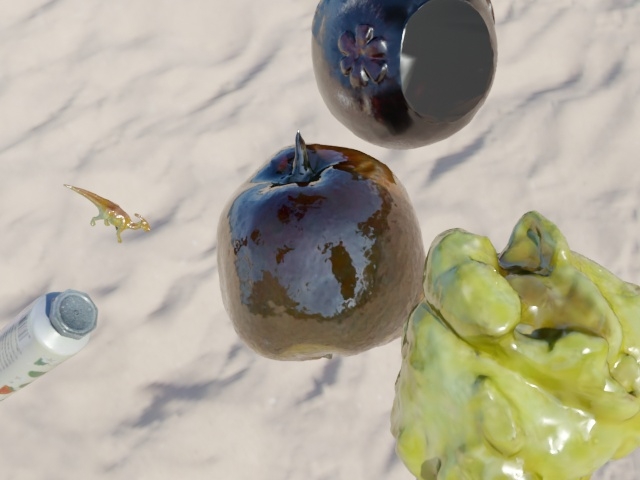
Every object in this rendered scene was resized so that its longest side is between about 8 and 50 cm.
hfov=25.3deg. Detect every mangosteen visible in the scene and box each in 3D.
[{"bbox_3d":[0.134,-0.258,1.952,0.287,0.288,0.233,-39,23,-17],"label":"mangosteen"}]

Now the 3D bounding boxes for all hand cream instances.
[{"bbox_3d":[-0.288,0.110,1.343,0.276,0.059,0.095,-31,36,49],"label":"hand cream"}]

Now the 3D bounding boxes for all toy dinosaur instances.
[{"bbox_3d":[-0.253,-0.031,1.670,0.113,0.041,0.026,26,33,-3],"label":"toy dinosaur"}]

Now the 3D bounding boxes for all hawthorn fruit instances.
[{"bbox_3d":[0.000,0.000,1.800,0.267,0.301,0.268,-5,18,2],"label":"hawthorn fruit"}]

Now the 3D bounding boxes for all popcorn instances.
[{"bbox_3d":[0.193,0.110,1.262,0.250,0.242,0.235,-2,42,-31],"label":"popcorn"}]
